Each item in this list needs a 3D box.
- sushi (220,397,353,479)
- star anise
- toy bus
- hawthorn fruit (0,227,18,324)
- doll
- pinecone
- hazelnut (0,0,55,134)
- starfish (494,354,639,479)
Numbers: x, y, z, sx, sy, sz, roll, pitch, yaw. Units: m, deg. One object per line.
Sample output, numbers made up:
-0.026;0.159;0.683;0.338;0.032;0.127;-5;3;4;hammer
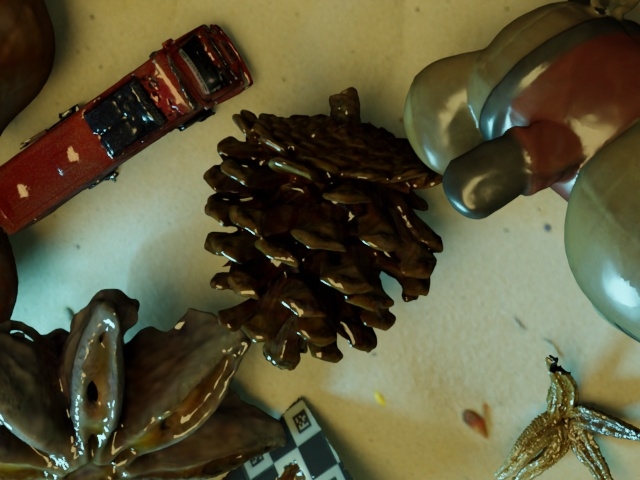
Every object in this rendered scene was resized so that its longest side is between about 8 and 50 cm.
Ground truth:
-0.030;0.246;1.328;0.201;0.031;0.139;-48;63;30;sushi
-0.190;0.150;1.264;0.332;0.117;0.331;-10;141;-8;star anise
-0.166;-0.087;1.225;0.235;0.096;0.073;-30;99;29;toy bus
-0.344;0.067;1.301;0.181;0.181;0.235;18;113;14;hawthorn fruit
0.211;-0.044;0.996;0.330;0.235;0.174;50;119;34;doll
0.001;0.000;1.150;0.186;0.169;0.212;23;131;25;pinecone
-0.327;-0.150;1.217;0.230;0.229;0.229;7;112;19;hazelnut
0.194;0.137;1.195;0.133;0.041;0.130;-4;114;21;starfish
